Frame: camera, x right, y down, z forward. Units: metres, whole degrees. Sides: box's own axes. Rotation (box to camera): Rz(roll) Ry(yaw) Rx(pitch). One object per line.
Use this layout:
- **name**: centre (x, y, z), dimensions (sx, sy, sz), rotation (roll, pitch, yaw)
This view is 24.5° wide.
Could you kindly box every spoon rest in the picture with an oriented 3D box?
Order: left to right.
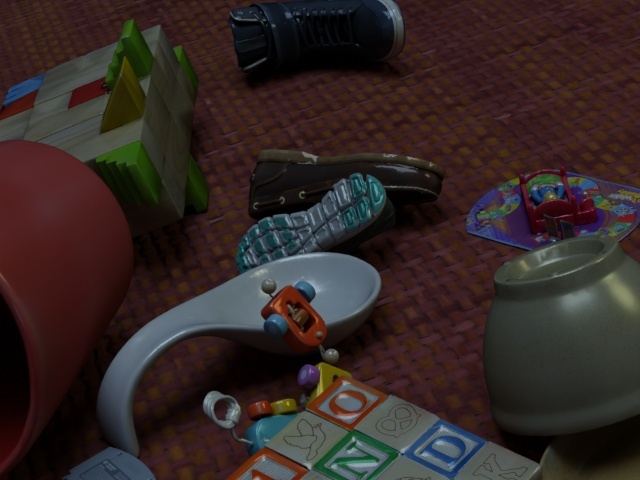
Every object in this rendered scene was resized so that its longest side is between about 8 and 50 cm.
- **spoon rest**: centre (-0.069, 0.077, 1.248), dimensions (0.276, 0.084, 0.137), rotation (-31, 34, -27)

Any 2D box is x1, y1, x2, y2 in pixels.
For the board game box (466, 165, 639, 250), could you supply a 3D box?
- **board game box**: centre (0.219, -0.040, 1.380), dimensions (0.168, 0.033, 0.133), rotation (18, 43, 42)

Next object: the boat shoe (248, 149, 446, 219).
- **boat shoe**: centre (0.023, -0.045, 1.446), dimensions (0.207, 0.073, 0.073), rotation (2, 70, 31)

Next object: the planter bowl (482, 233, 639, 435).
- **planter bowl**: centre (0.190, 0.061, 1.096), dimensions (0.162, 0.109, 0.162), rotation (-18, 12, 4)

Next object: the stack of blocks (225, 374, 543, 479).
- **stack of blocks**: centre (-0.010, 0.229, 0.934), dimensions (0.171, 0.087, 0.297), rotation (21, 46, 36)

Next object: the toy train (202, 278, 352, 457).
- **toy train**: centre (-0.033, 0.114, 1.157), dimensions (0.046, 0.125, 0.166), rotation (-36, 13, 45)

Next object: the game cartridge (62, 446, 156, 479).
- **game cartridge**: centre (-0.161, 0.193, 1.156), dimensions (0.056, 0.017, 0.083), rotation (-32, 34, -23)

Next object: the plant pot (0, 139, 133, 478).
- **plant pot**: centre (-0.296, 0.044, 1.249), dimensions (0.274, 0.275, 0.243), rotation (0, 22, 22)

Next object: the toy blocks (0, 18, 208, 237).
- **toy blocks**: centre (-0.274, -0.086, 1.552), dimensions (0.260, 0.191, 0.381), rotation (-20, 29, 10)

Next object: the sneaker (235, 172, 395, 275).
- **sneaker**: centre (0.000, 0.000, 1.384), dimensions (0.166, 0.076, 0.065), rotation (-24, 65, 19)

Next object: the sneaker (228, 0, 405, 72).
- **sneaker**: centre (-0.014, -0.244, 1.758), dimensions (0.163, 0.086, 0.226), rotation (-17, 18, -28)

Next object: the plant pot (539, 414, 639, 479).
- **plant pot**: centre (0.266, 0.171, 1.001), dimensions (0.236, 0.032, 0.236), rotation (-9, 30, 5)
